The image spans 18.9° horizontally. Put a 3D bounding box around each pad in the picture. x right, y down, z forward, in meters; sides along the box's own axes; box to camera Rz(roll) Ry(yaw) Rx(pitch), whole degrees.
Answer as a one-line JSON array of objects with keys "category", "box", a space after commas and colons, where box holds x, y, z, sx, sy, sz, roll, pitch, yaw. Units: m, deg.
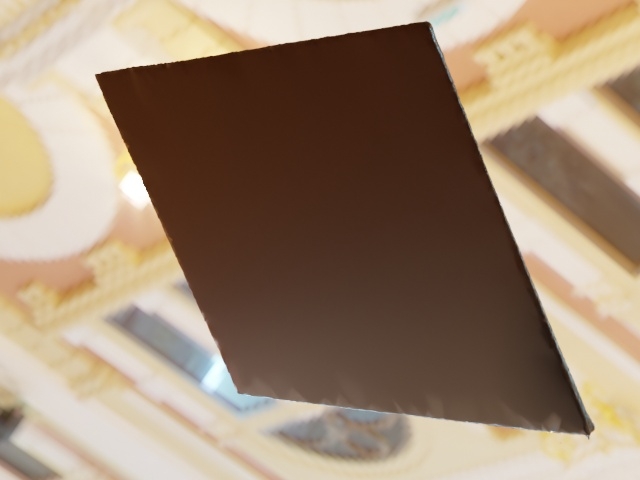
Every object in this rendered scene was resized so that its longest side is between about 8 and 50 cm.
[{"category": "pad", "box": [0.000, 0.000, 0.774, 0.006, 0.170, 0.245, -32, -163, -31]}]
